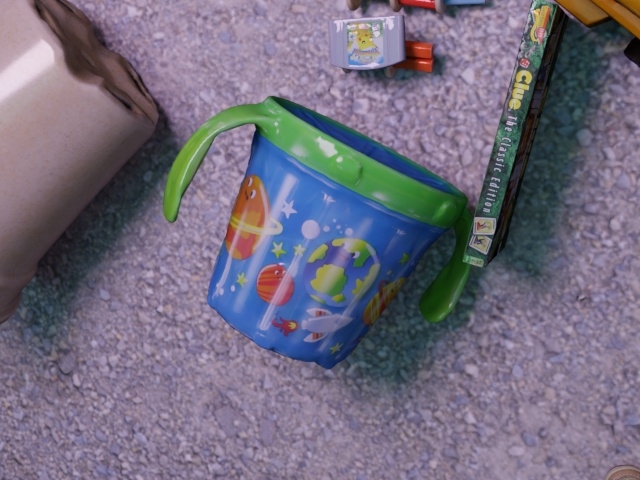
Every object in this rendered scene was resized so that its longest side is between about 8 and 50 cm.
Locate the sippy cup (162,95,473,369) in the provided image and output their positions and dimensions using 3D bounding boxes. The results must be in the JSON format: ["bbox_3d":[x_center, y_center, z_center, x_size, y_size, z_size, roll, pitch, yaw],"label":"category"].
[{"bbox_3d":[0.000,0.000,0.983,0.306,0.240,0.224,29,102,10],"label":"sippy cup"}]

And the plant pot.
[{"bbox_3d":[-0.370,-0.122,1.093,0.305,0.334,0.333,-39,84,9],"label":"plant pot"}]

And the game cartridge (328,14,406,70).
[{"bbox_3d":[0.049,-0.209,1.005,0.083,0.017,0.055,0,103,19],"label":"game cartridge"}]

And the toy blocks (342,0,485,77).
[{"bbox_3d":[0.101,-0.236,1.020,0.148,0.054,0.123,8,100,19],"label":"toy blocks"}]

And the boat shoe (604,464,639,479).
[{"bbox_3d":[0.346,0.337,1.005,0.068,0.072,0.189,-16,92,21],"label":"boat shoe"}]

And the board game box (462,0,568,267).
[{"bbox_3d":[0.200,-0.108,0.960,0.030,0.136,0.259,16,104,14],"label":"board game box"}]

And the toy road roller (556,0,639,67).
[{"bbox_3d":[0.299,-0.279,0.841,0.329,0.241,0.202,42,109,10],"label":"toy road roller"}]
